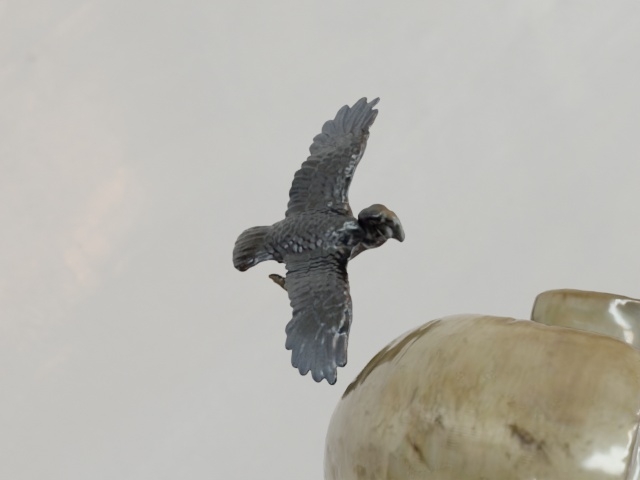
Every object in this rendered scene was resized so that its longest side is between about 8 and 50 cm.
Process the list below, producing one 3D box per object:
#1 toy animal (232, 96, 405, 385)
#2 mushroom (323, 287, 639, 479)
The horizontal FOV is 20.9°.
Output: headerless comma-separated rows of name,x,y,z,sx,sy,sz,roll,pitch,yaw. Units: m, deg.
toy animal,0.000,0.000,1.086,0.062,0.108,0.220,31,52,-30
mushroom,0.099,0.116,0.960,0.254,0.189,0.195,75,29,-65
